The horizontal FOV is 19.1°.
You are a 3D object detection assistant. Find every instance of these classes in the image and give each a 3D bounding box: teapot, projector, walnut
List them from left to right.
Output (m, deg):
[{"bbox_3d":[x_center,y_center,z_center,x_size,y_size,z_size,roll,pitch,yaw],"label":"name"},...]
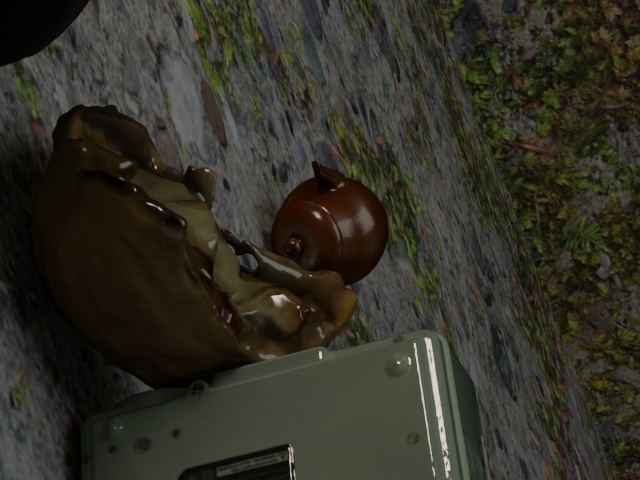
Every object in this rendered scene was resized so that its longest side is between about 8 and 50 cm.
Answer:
[{"bbox_3d":[-0.109,0.022,1.271,0.238,0.141,0.204,39,9,7],"label":"walnut"},{"bbox_3d":[-0.024,0.172,1.200,0.099,0.257,0.192,57,22,-52],"label":"projector"},{"bbox_3d":[0.000,0.000,1.816,0.116,0.116,0.173,-69,167,-67],"label":"teapot"}]

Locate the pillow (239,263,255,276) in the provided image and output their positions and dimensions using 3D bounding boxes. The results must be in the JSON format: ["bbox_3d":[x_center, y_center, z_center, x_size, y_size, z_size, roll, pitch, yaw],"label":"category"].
[{"bbox_3d":[-0.054,0.085,1.601,0.208,0.055,0.141,23,60,-70],"label":"pillow"}]

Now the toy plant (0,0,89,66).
[{"bbox_3d":[-0.217,-0.168,1.045,0.400,0.185,0.279,-48,150,-65],"label":"toy plant"}]
